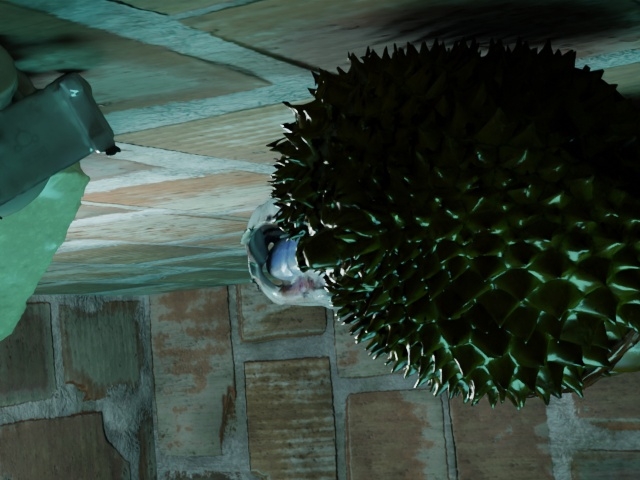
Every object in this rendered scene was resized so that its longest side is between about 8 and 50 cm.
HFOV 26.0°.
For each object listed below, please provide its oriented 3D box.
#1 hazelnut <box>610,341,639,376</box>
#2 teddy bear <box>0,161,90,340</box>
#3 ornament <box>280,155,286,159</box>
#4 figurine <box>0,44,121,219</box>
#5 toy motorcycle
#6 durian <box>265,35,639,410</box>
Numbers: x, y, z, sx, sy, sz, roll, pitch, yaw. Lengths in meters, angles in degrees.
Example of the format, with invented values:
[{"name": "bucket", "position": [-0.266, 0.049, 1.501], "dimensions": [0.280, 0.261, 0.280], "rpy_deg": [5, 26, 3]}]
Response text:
[{"name": "hazelnut", "position": [0.315, -0.004, 1.669], "dimensions": [0.372, 0.315, 0.372], "rpy_deg": [25, -178, -1]}, {"name": "teddy bear", "position": [-0.498, -0.030, 1.680], "dimensions": [0.327, 0.375, 0.362], "rpy_deg": [-1, -145, -41]}, {"name": "ornament", "position": [0.064, -0.099, 1.696], "dimensions": [0.180, 0.059, 0.201], "rpy_deg": [-4, 174, -41]}, {"name": "figurine", "position": [-0.271, -0.083, 1.171], "dimensions": [0.144, 0.182, 0.257], "rpy_deg": [41, 168, -14]}, {"name": "toy motorcycle", "position": [-0.001, 0.023, 2.221], "dimensions": [0.241, 0.182, 0.319], "rpy_deg": [-6, 166, -30]}, {"name": "durian", "position": [0.145, -0.023, 1.209], "dimensions": [0.384, 0.347, 0.348], "rpy_deg": [-15, -179, -33]}]
